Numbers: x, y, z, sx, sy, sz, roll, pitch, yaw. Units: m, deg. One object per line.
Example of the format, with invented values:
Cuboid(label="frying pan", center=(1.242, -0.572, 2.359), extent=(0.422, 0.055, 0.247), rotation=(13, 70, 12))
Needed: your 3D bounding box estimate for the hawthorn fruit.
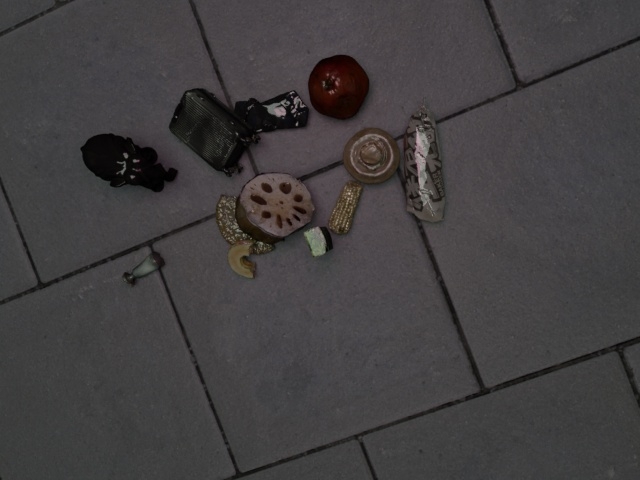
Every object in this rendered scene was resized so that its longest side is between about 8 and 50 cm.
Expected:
Cuboid(label="hawthorn fruit", center=(0.057, -0.536, 1.682), extent=(0.224, 0.261, 0.223), rotation=(1, 97, 12))

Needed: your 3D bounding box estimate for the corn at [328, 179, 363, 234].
Cuboid(label="corn", center=(0.094, -0.123, 1.784), extent=(0.087, 0.087, 0.210), rotation=(20, 96, 5))

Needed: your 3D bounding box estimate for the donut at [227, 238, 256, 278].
Cuboid(label="donut", center=(-0.293, 0.062, 1.826), extent=(0.108, 0.065, 0.165), rotation=(9, 122, 13))

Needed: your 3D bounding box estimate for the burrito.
Cuboid(label="burrito", center=(0.365, -0.284, 1.739), extent=(0.139, 0.101, 0.444), rotation=(-4, 95, 18))

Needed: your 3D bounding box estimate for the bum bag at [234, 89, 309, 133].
Cuboid(label="bum bag", center=(-0.192, -0.470, 1.804), extent=(0.310, 0.074, 0.136), rotation=(-7, 104, 12))

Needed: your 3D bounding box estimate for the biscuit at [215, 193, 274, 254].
Cuboid(label="biscuit", center=(-0.311, -0.044, 1.856), extent=(0.141, 0.038, 0.289), rotation=(-38, 91, 11))

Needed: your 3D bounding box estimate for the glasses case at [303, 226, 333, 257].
Cuboid(label="glasses case", center=(0.000, 0.000, 1.705), extent=(0.062, 0.272, 0.095), rotation=(-22, 90, 6))

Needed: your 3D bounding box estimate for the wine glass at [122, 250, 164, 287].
Cuboid(label="wine glass", center=(-0.690, 0.112, 1.892), extent=(0.155, 0.072, 0.072), rotation=(-34, 89, 7))

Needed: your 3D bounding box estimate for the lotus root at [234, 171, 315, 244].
Cuboid(label="lotus root", center=(-0.175, -0.097, 1.755), extent=(0.272, 0.192, 0.272), rotation=(12, 57, -18))

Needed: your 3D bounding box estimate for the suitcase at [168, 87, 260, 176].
Cuboid(label="suitcase", center=(-0.392, -0.399, 1.783), extent=(0.312, 0.128, 0.202), rotation=(39, 119, 4))

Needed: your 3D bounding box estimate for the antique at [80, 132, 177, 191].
Cuboid(label="antique", center=(-0.718, -0.284, 1.786), extent=(0.323, 0.255, 0.185), rotation=(20, 92, 3))

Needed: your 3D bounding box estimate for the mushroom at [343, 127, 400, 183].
Cuboid(label="mushroom", center=(0.179, -0.300, 1.709), extent=(0.205, 0.204, 0.204), rotation=(0, 93, 6))
